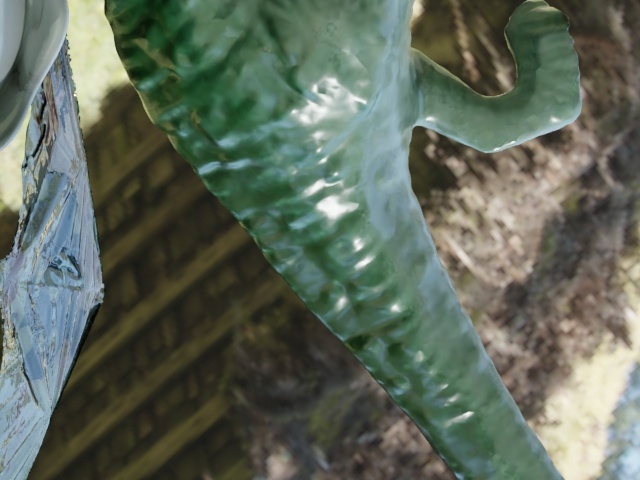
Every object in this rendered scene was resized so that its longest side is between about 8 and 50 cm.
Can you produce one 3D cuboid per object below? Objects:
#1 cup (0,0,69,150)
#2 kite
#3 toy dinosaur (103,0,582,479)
[{"bbox_3d":[-0.190,-0.092,0.544,0.173,0.167,0.300,16,-104,39],"label":"cup"},{"bbox_3d":[-0.156,0.019,0.761,0.011,0.335,0.314,6,179,8],"label":"kite"},{"bbox_3d":[0.040,-0.029,0.368,0.129,0.383,0.076,-40,-165,1],"label":"toy dinosaur"}]
